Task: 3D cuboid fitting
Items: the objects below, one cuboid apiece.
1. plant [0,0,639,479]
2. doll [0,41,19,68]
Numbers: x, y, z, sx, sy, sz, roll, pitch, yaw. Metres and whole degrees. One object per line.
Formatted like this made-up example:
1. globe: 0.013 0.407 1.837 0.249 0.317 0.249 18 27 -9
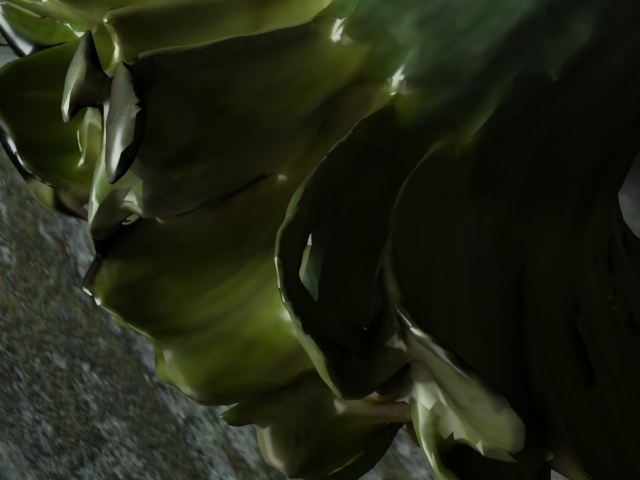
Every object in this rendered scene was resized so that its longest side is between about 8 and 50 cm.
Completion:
1. plant: 0.037 -0.057 0.461 0.306 0.261 0.297 60 150 9
2. doll: -0.095 -0.090 0.744 0.107 0.110 0.181 20 153 -20
